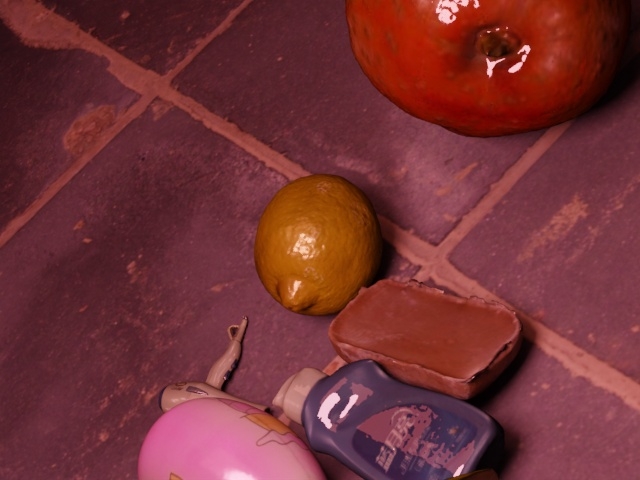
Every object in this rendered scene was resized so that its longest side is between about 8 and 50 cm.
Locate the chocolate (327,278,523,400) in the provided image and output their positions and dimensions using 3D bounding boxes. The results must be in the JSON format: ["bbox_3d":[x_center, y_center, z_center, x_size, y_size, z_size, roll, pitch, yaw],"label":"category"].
[{"bbox_3d":[0.138,0.138,1.954,0.261,0.083,0.161,16,43,40],"label":"chocolate"}]

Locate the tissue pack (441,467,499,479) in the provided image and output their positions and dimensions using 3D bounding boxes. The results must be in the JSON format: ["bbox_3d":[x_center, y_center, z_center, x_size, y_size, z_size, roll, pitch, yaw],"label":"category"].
[{"bbox_3d":[0.074,0.372,1.669,0.274,0.200,0.167,-21,81,17],"label":"tissue pack"}]

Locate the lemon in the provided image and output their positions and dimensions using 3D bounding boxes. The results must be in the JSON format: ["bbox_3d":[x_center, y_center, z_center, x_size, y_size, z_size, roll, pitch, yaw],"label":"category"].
[{"bbox_3d":[0.000,0.000,2.109,0.184,0.184,0.248,-13,38,26],"label":"lemon"}]

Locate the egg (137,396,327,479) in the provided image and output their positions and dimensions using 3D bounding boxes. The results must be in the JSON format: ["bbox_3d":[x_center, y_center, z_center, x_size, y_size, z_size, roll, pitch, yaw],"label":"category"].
[{"bbox_3d":[-0.106,0.297,1.901,0.271,0.196,0.196,1,54,39],"label":"egg"}]

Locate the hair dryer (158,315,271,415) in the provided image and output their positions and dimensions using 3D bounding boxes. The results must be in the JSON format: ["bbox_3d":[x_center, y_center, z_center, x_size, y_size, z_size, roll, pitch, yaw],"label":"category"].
[{"bbox_3d":[-0.110,0.195,2.125,0.167,0.067,0.199,21,51,35],"label":"hair dryer"}]

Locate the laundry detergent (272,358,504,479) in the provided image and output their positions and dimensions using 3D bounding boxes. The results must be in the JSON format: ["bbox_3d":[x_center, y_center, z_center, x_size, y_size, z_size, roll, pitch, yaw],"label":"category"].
[{"bbox_3d":[0.073,0.228,1.853,0.289,0.094,0.143,23,84,27],"label":"laundry detergent"}]

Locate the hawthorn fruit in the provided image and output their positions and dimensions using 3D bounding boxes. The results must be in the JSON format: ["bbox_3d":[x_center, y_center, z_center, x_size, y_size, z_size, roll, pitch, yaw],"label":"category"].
[{"bbox_3d":[0.225,-0.313,2.064,0.402,0.403,0.403,-20,44,20],"label":"hawthorn fruit"}]
